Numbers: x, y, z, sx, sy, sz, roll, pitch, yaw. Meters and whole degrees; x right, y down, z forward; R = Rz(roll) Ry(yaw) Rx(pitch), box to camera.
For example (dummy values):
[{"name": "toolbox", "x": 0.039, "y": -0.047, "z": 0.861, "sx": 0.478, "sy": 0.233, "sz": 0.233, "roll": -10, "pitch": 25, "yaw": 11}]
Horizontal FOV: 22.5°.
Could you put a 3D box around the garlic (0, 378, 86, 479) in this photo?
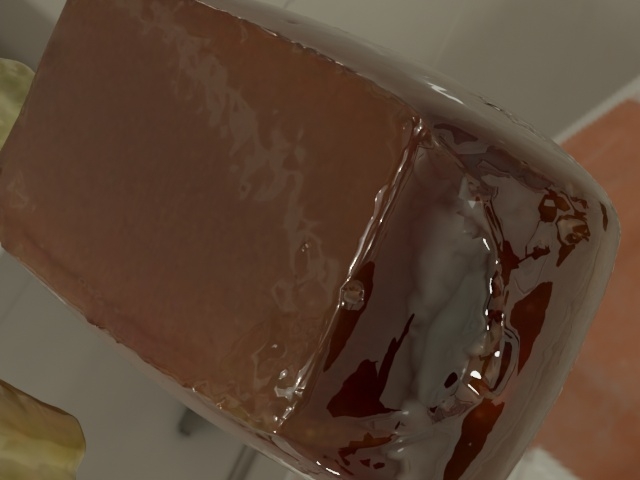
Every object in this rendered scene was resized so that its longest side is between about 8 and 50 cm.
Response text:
[{"name": "garlic", "x": -0.184, "y": 0.043, "z": 0.400, "sx": 0.245, "sy": 0.164, "sz": 0.145, "roll": 24, "pitch": 111, "yaw": 16}]

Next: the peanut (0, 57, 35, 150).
[{"name": "peanut", "x": -0.206, "y": -0.054, "z": 1.315, "sx": 0.298, "sy": 0.136, "sz": 0.120, "roll": 32, "pitch": 113, "yaw": 12}]

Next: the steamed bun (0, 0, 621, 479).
[{"name": "steamed bun", "x": 0.000, "y": 0.000, "z": 0.939, "sx": 0.379, "sy": 0.235, "sz": 0.248, "roll": 29, "pitch": -174, "yaw": 39}]
